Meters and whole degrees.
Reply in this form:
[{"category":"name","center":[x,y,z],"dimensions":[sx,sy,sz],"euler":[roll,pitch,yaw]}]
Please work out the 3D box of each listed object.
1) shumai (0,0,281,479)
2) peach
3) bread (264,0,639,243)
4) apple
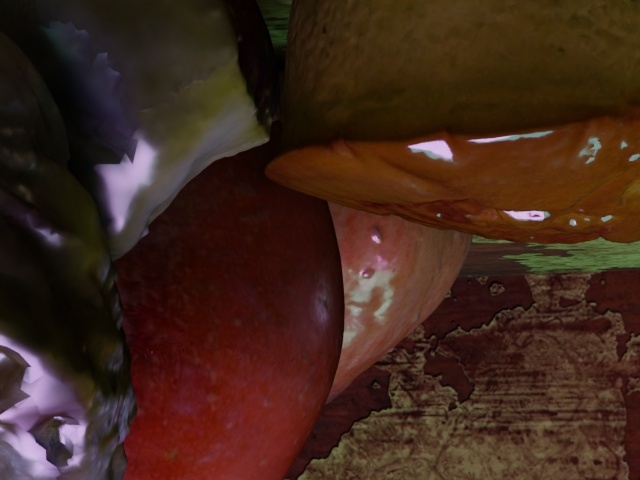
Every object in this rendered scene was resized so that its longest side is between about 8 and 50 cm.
[{"category":"shumai","center":[-0.160,-0.056,0.871],"dimensions":[0.304,0.263,0.309],"euler":[30,152,18]},{"category":"peach","center":[0.000,0.000,1.324],"dimensions":[0.232,0.232,0.232],"euler":[0,174,0]},{"category":"bread","center":[0.107,-0.071,0.994],"dimensions":[0.270,0.148,0.270],"euler":[1,173,0]},{"category":"apple","center":[-0.161,0.036,1.111],"dimensions":[0.348,0.348,0.277],"euler":[-1,173,11]}]
